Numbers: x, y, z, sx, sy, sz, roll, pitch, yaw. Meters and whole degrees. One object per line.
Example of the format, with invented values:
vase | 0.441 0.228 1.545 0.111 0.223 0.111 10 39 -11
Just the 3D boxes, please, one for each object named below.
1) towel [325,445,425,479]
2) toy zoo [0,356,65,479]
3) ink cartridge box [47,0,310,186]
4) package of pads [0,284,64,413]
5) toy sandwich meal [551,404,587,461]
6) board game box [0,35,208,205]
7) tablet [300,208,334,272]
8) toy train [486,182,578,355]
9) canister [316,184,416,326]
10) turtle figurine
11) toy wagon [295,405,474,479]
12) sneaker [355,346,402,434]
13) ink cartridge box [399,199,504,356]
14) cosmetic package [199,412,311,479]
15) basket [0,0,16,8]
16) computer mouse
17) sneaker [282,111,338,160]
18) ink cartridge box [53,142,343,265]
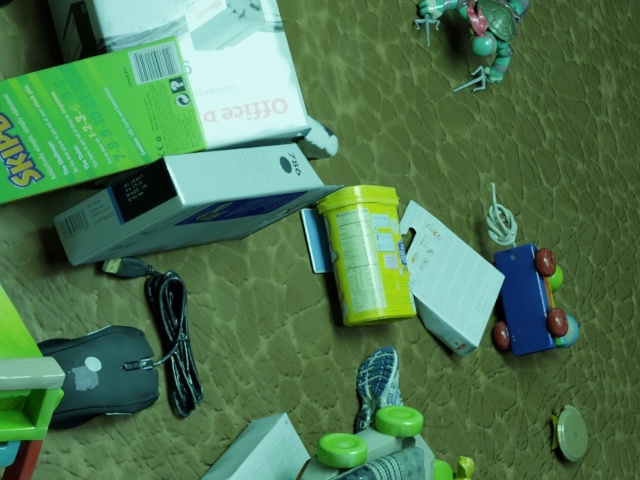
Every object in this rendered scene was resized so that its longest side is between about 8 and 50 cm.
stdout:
towel | 0.000 0.409 1.862 0.312 0.056 0.324 -19 116 -42
toy zoo | -0.347 0.230 1.480 0.192 0.293 0.030 0 32 -37
ink cartridge box | -0.168 -0.236 1.915 0.223 0.129 0.307 -13 86 -30
package of pads | -0.397 0.066 1.506 0.296 0.101 0.229 22 22 -45
toy sandwich meal | 0.359 0.281 2.498 0.085 0.029 0.086 17 67 -48
board game box | -0.258 -0.120 1.777 0.259 0.039 0.124 -15 87 -11
tablet | 0.000 0.000 2.182 0.054 0.006 0.083 -3 78 -52
toy train | 0.305 0.041 2.477 0.143 0.105 0.248 10 68 -60
canister | 0.062 0.021 2.190 0.126 0.073 0.170 2 75 -60
turtle figurine | 0.239 -0.313 2.528 0.175 0.118 0.234 54 35 -21
toy wagon | 0.066 0.327 2.003 0.344 0.068 0.267 -19 119 -54
sneaker | 0.078 0.201 2.170 0.058 0.052 0.135 40 54 -48
ink cartridge box | 0.159 0.052 2.347 0.179 0.045 0.145 38 47 -12
cosmetic package | -0.093 0.298 1.899 0.239 0.060 0.099 -45 114 -49
basket | -0.389 -0.372 1.738 0.204 0.154 0.227 22 55 -46
computer mouse | -0.214 0.101 1.829 0.262 0.060 0.184 1 76 -51
sneaker | -0.063 -0.196 2.111 0.235 0.094 0.153 19 69 -35
ink cartridge box | -0.127 -0.044 1.893 0.332 0.165 0.065 -8 73 -60
